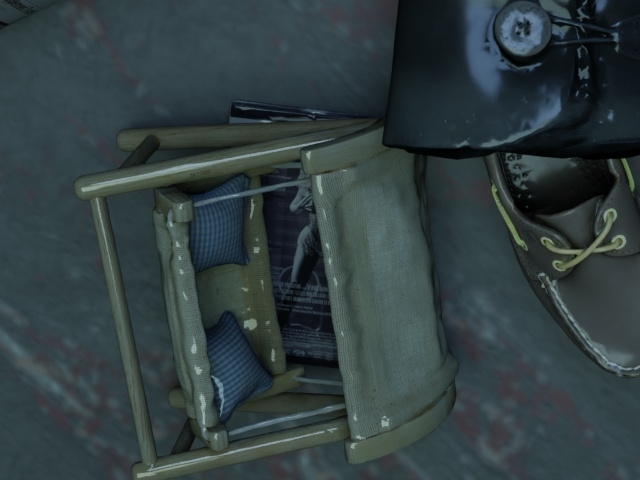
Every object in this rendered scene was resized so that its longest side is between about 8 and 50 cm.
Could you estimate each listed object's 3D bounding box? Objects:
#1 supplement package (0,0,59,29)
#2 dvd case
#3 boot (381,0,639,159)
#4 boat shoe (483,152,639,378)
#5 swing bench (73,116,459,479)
[{"bbox_3d":[-0.303,-0.229,1.328,0.293,0.175,0.177,-26,92,0],"label":"supplement package"},{"bbox_3d":[0.000,0.000,1.501,0.164,0.018,0.221,6,110,6],"label":"dvd case"},{"bbox_3d":[0.075,-0.278,1.281,0.367,0.146,0.445,1,97,6],"label":"boot"},{"bbox_3d":[0.190,-0.034,1.403,0.116,0.097,0.324,-20,97,15],"label":"boat shoe"},{"bbox_3d":[-0.032,0.036,1.420,0.254,0.165,0.253,-6,108,10],"label":"swing bench"}]
